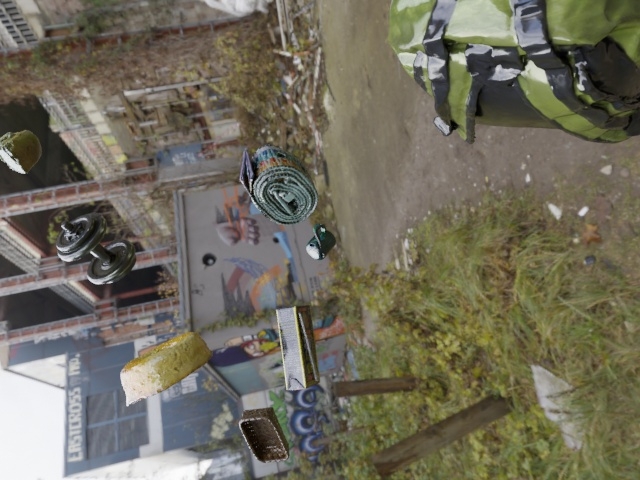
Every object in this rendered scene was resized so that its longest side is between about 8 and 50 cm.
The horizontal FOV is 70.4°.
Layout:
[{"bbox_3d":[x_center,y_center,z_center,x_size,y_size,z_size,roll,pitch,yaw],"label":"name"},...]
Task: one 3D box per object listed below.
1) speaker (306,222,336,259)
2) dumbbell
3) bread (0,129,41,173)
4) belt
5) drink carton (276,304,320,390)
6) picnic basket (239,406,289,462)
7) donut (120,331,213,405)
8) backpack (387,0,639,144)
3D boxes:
[{"bbox_3d":[0.004,0.001,1.188,0.060,0.075,0.095,32,148,15],"label":"speaker"},{"bbox_3d":[-0.762,0.029,1.544,0.290,0.191,0.192,57,-169,-44],"label":"dumbbell"},{"bbox_3d":[-0.846,-0.257,1.286,0.156,0.110,0.103,21,143,36],"label":"bread"},{"bbox_3d":[-0.131,-0.181,1.539,0.295,0.206,0.161,56,-168,-47],"label":"belt"},{"bbox_3d":[-0.044,0.221,0.946,0.071,0.056,0.166,9,-110,-62],"label":"drink carton"},{"bbox_3d":[-0.157,0.557,1.303,0.055,0.110,0.194,-81,-22,-62],"label":"picnic basket"},{"bbox_3d":[-0.302,0.240,0.878,0.190,0.174,0.075,-30,87,51],"label":"donut"},{"bbox_3d":[0.168,-0.157,0.375,0.253,0.206,0.140,-3,-80,-53],"label":"backpack"}]
